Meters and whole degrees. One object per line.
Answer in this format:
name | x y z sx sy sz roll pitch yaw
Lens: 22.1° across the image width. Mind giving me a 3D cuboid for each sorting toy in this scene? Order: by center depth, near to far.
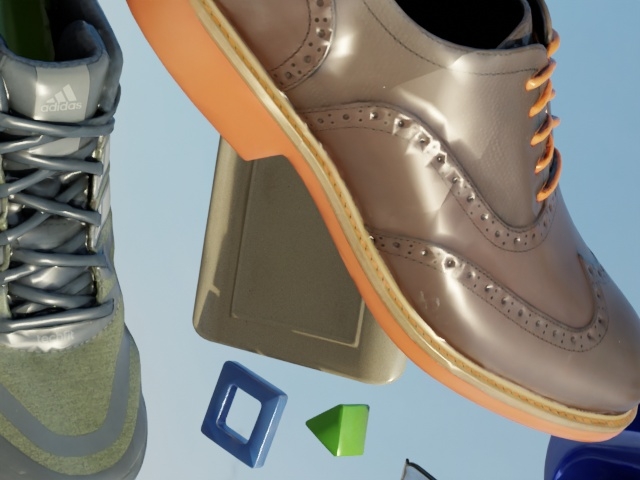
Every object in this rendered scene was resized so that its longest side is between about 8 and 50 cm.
sorting toy | 0.000 0.000 1.210 0.196 0.047 0.347 11 -87 40

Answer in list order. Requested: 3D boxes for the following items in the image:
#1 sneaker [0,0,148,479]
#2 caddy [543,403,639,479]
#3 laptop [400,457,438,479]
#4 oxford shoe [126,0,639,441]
sneaker | -0.132 -0.029 0.689 0.121 0.111 0.300 -19 -94 58
caddy | 0.349 0.201 1.358 0.341 0.179 0.241 8 -109 43
laptop | 0.151 0.420 1.239 0.382 0.236 0.407 92 3 -68
oxford shoe | 0.052 -0.029 0.571 0.271 0.098 0.097 45 31 -27
